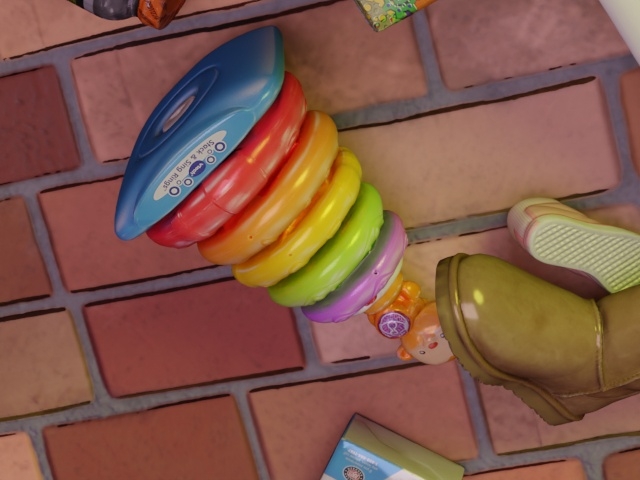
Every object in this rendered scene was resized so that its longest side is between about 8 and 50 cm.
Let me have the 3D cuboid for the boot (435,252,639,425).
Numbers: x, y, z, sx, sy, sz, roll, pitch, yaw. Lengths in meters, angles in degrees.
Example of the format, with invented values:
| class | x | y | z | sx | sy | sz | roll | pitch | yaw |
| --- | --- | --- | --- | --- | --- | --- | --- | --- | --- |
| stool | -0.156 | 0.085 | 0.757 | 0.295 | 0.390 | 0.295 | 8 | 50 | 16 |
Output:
| class | x | y | z | sx | sy | sz | roll | pitch | yaw |
| --- | --- | --- | --- | --- | --- | --- | --- | --- | --- |
| boot | 0.246 | 0.040 | 1.218 | 0.269 | 0.236 | 0.089 | -19 | 59 | 27 |

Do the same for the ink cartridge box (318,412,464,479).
| class | x | y | z | sx | sy | sz | roll | pitch | yaw |
| --- | --- | --- | --- | --- | --- | --- | --- | --- | --- |
| ink cartridge box | 0.031 | 0.246 | 1.397 | 0.104 | 0.060 | 0.180 | 27 | 109 | 2 |

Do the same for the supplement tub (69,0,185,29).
| class | x | y | z | sx | sy | sz | roll | pitch | yaw |
| --- | --- | --- | --- | --- | --- | --- | --- | --- | --- |
| supplement tub | -0.181 | -0.240 | 1.268 | 0.190 | 0.117 | 0.117 | 29 | 109 | 2 |

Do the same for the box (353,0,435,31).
| class | x | y | z | sx | sy | sz | roll | pitch | yaw |
| --- | --- | --- | --- | --- | --- | --- | --- | --- | --- |
| box | 0.128 | -0.298 | 1.097 | 0.279 | 0.290 | 0.177 | -30 | 98 | 19 |

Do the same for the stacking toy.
| class | x | y | z | sx | sy | sz | roll | pitch | yaw |
| --- | --- | --- | --- | --- | --- | --- | --- | --- | --- |
| stacking toy | 0.000 | 0.000 | 1.302 | 0.302 | 0.166 | 0.175 | 42 | 107 | -18 |

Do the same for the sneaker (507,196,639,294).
| class | x | y | z | sx | sy | sz | roll | pitch | yaw |
| --- | --- | --- | --- | --- | --- | --- | --- | --- | --- |
| sneaker | 0.201 | 0.002 | 1.304 | 0.134 | 0.070 | 0.051 | 19 | 102 | -26 |

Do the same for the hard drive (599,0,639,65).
| class | x | y | z | sx | sy | sz | roll | pitch | yaw |
| --- | --- | --- | --- | --- | --- | --- | --- | --- | --- |
| hard drive | 0.343 | -0.135 | 1.142 | 0.233 | 0.047 | 0.353 | -27 | 128 | 18 |
